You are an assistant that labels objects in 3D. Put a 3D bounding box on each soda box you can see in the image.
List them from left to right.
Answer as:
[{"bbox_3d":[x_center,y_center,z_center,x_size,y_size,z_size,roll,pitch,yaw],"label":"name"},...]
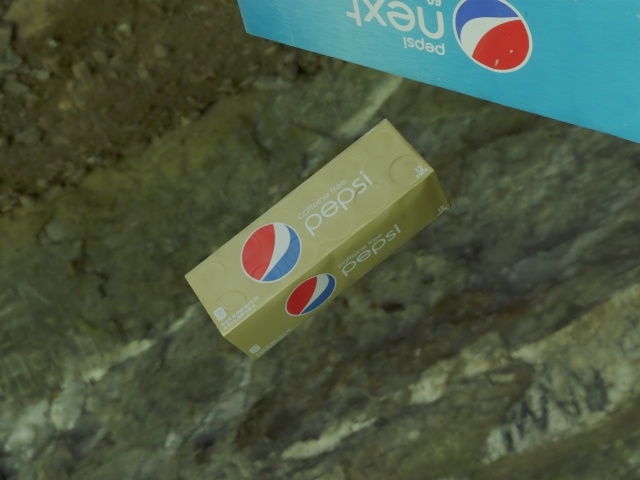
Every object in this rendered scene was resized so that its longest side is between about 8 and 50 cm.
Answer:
[{"bbox_3d":[0.000,0.000,0.648,0.181,0.061,0.058,-38,148,1],"label":"soda box"},{"bbox_3d":[0.056,-0.113,0.397,0.210,0.071,0.067,23,-125,33],"label":"soda box"}]
